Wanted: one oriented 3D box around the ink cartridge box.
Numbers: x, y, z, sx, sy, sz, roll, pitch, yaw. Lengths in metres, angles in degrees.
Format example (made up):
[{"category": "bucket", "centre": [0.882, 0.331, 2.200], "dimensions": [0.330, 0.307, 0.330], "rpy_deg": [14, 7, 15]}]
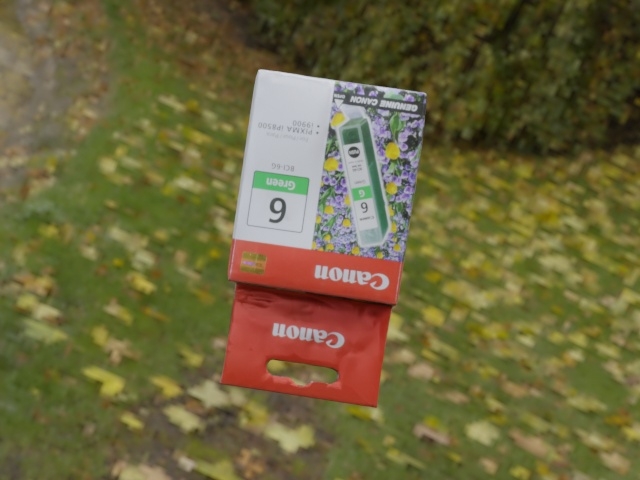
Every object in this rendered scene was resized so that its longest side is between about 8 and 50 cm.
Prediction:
[{"category": "ink cartridge box", "centre": [0.000, 0.000, 0.545], "dimensions": [0.063, 0.115, 0.029], "rpy_deg": [8, -3, 1]}]
